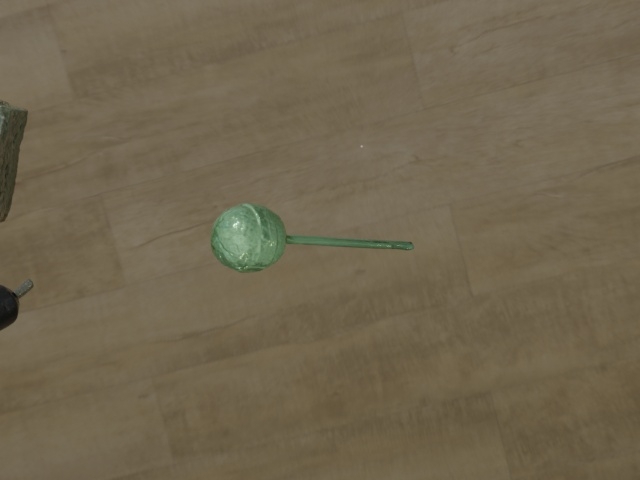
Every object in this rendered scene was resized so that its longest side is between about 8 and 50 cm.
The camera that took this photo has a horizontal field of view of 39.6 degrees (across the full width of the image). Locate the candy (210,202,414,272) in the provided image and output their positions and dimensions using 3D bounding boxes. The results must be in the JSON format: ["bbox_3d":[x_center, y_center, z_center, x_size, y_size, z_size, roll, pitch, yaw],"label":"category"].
[{"bbox_3d":[0.000,0.000,1.574,0.440,0.119,0.119,2,98,-40],"label":"candy"}]

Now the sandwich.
[{"bbox_3d":[-0.672,-0.148,1.721,0.131,0.325,0.262,13,99,-8],"label":"sandwich"}]

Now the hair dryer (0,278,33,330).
[{"bbox_3d":[-0.249,0.058,0.514,0.071,0.219,0.124,-7,104,31],"label":"hair dryer"}]
